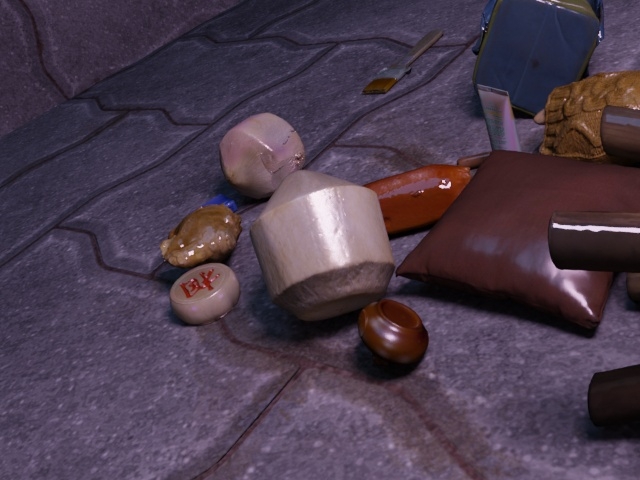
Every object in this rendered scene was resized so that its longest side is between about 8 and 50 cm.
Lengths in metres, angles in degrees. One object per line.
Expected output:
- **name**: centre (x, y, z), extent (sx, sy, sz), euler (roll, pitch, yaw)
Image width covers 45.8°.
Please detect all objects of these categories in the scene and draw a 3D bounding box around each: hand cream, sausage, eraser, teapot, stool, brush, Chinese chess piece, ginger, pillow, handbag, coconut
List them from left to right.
- **ginger**: centre (-0.216, -0.007, 1.408), extent (0.157, 0.102, 0.216), euler (-35, 18, -2)
- **Chinese chess piece**: centre (-0.197, 0.090, 1.293), extent (0.122, 0.051, 0.122), euler (-17, 30, 10)
- **eraser**: centre (-0.223, -0.059, 1.572), extent (0.085, 0.027, 0.063), euler (-34, 33, -20)
- **coconut**: centre (-0.123, -0.166, 1.548), extent (0.171, 0.170, 0.183), euler (1, 35, 35)
- **coconut**: centre (0.000, 0.000, 1.123), extent (0.202, 0.221, 0.202), euler (-15, -15, -4)
- **sausage**: centre (0.089, -0.051, 1.289), extent (0.349, 0.093, 0.097), euler (-15, 18, 16)
- **teapot**: centre (0.093, 0.130, 1.024), extent (0.098, 0.078, 0.129), euler (18, 19, -10)
- **brush**: centre (0.220, -0.460, 1.924), extent (0.086, 0.020, 0.336), euler (6, 40, 40)
- **sausage**: centre (0.302, -0.147, 1.366), extent (0.116, 0.026, 0.026), euler (-10, 32, 21)
- **hand cream**: centre (0.304, -0.175, 1.260), extent (0.047, 0.174, 0.076), euler (-32, 31, -16)
- **pillow**: centre (0.308, -0.021, 1.081), extent (0.306, 0.108, 0.308), euler (15, 50, 41)
- **handbag**: centre (0.421, -0.398, 1.461), extent (0.223, 0.263, 0.241), euler (18, 42, 11)
- **stool**: centre (0.393, 0.016, 0.767), extent (0.226, 0.310, 0.310), euler (0, 34, 34)

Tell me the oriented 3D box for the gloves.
- **gloves**: centre (0.490, -0.182, 1.169), extent (0.357, 0.155, 0.203), euler (9, 38, 47)
